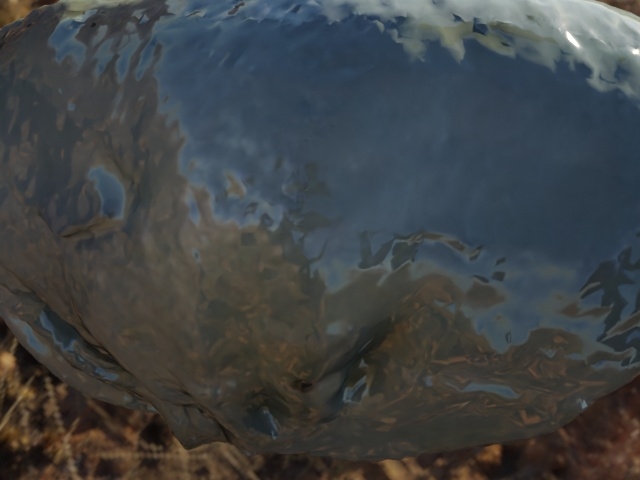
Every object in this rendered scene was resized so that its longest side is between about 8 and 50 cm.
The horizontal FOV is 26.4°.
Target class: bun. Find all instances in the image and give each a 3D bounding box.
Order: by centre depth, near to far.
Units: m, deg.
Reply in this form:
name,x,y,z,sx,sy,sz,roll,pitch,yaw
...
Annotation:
name,x,y,z,sx,sy,sz,roll,pitch,yaw
bun,0.000,0.000,0.614,0.354,0.354,0.194,5,84,-35
